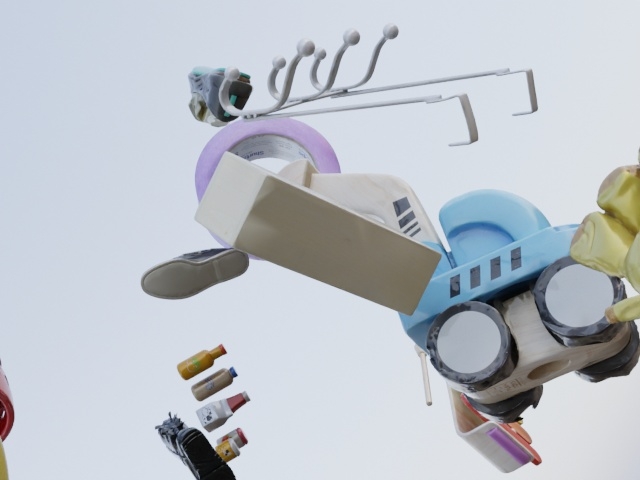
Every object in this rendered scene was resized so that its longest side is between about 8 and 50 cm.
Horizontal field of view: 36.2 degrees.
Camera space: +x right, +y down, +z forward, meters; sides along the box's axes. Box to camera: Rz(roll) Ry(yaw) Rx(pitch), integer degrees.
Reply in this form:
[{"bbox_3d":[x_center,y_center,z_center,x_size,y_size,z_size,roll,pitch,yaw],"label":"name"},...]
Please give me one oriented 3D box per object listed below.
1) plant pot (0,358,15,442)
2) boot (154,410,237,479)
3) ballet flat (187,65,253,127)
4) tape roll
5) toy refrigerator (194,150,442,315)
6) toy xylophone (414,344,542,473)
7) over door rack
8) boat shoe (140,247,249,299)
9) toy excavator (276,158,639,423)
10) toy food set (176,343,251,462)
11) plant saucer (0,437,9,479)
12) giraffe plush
[{"bbox_3d":[-0.635,0.261,1.701,0.191,0.174,0.191,-11,-52,-14],"label":"plant pot"},{"bbox_3d":[-0.155,0.271,1.211,0.045,0.099,0.121,-34,-77,-23],"label":"boot"},{"bbox_3d":[-0.177,-0.240,1.628,0.280,0.095,0.096,-138,62,-75],"label":"ballet flat"},{"bbox_3d":[-0.099,-0.102,1.864,0.275,0.275,0.090,-48,-16,-22],"label":"tape roll"},{"bbox_3d":[0.000,0.000,1.107,0.269,0.102,0.094,22,-85,-37],"label":"toy refrigerator"},{"bbox_3d":[0.289,0.294,1.826,0.236,0.322,0.081,39,-71,-23],"label":"toy xylophone"},{"bbox_3d":[0.076,-0.198,1.175,0.239,0.324,0.108,-28,-57,-55],"label":"over door rack"},{"bbox_3d":[-0.234,0.057,1.782,0.206,0.065,0.075,-15,-75,-24],"label":"boat shoe"},{"bbox_3d":[0.169,0.023,1.349,0.433,0.445,0.222,-25,-31,13],"label":"toy excavator"},{"bbox_3d":[-0.189,0.330,1.963,0.104,0.232,0.111,-30,-32,-2],"label":"toy food set"},{"bbox_3d":[-0.479,0.409,1.079,0.333,0.081,0.333,-57,-4,13],"label":"plant saucer"},{"bbox_3d":[0.369,0.016,0.934,0.181,0.170,0.210,-53,22,32],"label":"giraffe plush"}]
